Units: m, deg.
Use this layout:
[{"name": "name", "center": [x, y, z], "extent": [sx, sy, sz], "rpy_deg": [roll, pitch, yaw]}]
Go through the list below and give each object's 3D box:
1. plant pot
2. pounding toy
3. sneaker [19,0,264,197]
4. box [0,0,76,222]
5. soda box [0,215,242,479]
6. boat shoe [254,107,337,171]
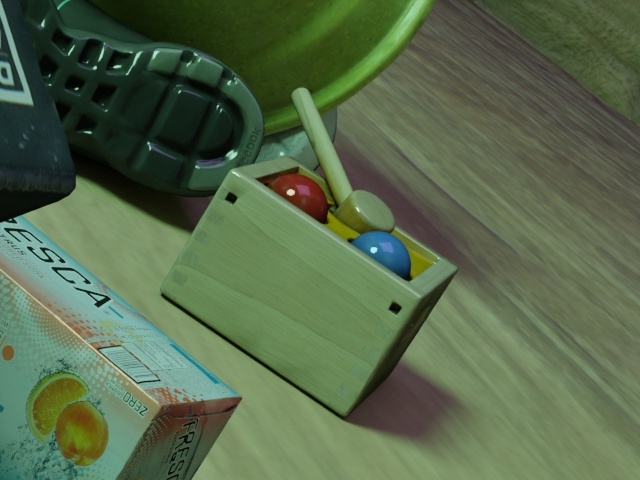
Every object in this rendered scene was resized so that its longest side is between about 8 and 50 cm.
[{"name": "plant pot", "center": [-0.085, -0.234, 1.039], "extent": [0.276, 0.276, 0.254], "rpy_deg": [39, -4, 29]}, {"name": "pounding toy", "center": [0.000, 0.000, 0.907], "extent": [0.130, 0.100, 0.141], "rpy_deg": [34, 13, 8]}, {"name": "sneaker", "center": [-0.162, -0.098, 0.972], "extent": [0.267, 0.101, 0.106], "rpy_deg": [29, -5, -23]}, {"name": "box", "center": [-0.234, -0.122, 0.377], "extent": [0.296, 0.182, 0.294], "rpy_deg": [2, 68, -66]}, {"name": "soda box", "center": [-0.118, 0.027, 0.620], "extent": [0.183, 0.063, 0.058], "rpy_deg": [38, 14, 22]}, {"name": "boat shoe", "center": [-0.072, -0.141, 1.224], "extent": [0.335, 0.121, 0.119], "rpy_deg": [56, 4, 39]}]
